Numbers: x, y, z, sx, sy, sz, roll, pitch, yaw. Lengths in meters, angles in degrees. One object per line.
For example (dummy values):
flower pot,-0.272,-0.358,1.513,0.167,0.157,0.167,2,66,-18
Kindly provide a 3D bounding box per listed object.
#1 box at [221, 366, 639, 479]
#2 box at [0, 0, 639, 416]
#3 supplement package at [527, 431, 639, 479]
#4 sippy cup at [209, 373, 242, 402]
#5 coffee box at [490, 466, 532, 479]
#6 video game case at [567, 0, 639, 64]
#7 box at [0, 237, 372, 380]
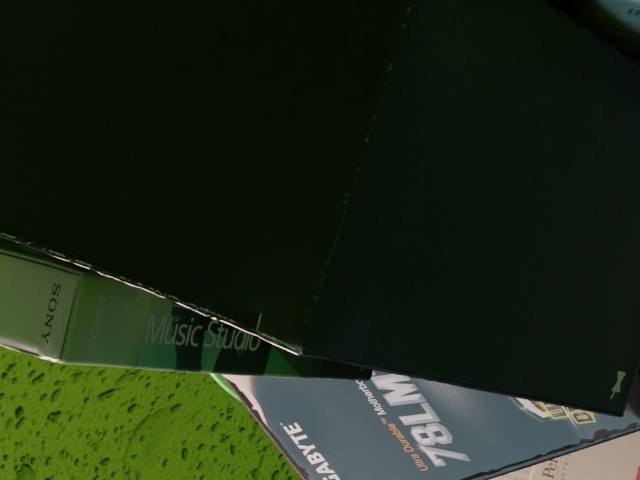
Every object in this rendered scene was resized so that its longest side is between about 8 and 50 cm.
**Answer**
box,0.067,0.062,1.342,0.293,0.073,0.295,-22,119,22
box,-0.017,-0.053,0.898,0.312,0.179,0.343,20,-178,32
supplement package,0.361,0.175,1.563,0.293,0.178,0.175,14,179,27
sippy cup,0.000,0.000,1.506,0.240,0.306,0.224,1,-151,-5
coffee box,0.325,0.146,2.053,0.334,0.338,0.337,14,177,-41
video game case,0.231,-0.093,0.880,0.212,0.023,0.193,12,177,2
box,-0.139,0.035,1.122,0.232,0.058,0.322,13,-177,32
